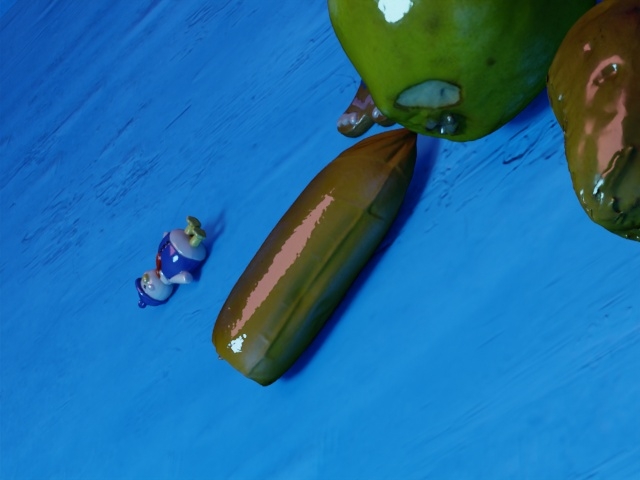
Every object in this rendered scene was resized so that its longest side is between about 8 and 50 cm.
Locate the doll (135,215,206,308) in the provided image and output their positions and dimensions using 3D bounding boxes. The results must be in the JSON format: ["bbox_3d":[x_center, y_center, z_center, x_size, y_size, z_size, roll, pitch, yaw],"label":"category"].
[{"bbox_3d":[-0.191,0.034,2.072,0.143,0.058,0.099,-51,40,24],"label":"doll"}]

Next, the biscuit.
[{"bbox_3d":[0.081,-0.215,1.898,0.138,0.031,0.205,-14,48,56],"label":"biscuit"}]

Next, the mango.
[{"bbox_3d":[0.255,-0.105,1.317,0.156,0.151,0.248,-1,49,20],"label":"mango"}]

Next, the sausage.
[{"bbox_3d":[0.004,0.001,1.709,0.328,0.112,0.112,-54,25,1],"label":"sausage"}]

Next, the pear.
[{"bbox_3d":[0.137,-0.257,1.574,0.269,0.269,0.321,-4,83,60],"label":"pear"}]
